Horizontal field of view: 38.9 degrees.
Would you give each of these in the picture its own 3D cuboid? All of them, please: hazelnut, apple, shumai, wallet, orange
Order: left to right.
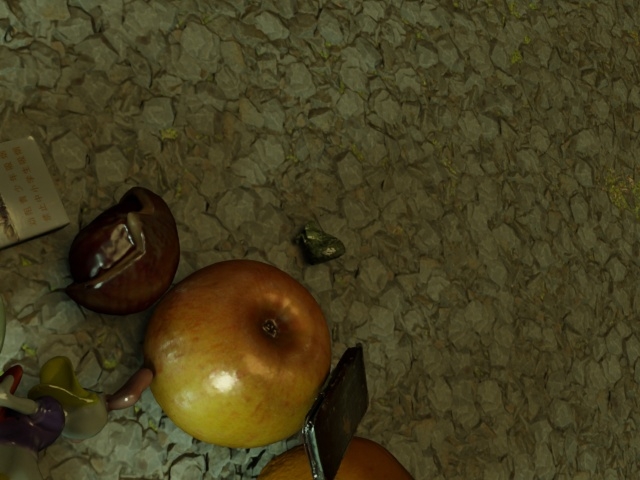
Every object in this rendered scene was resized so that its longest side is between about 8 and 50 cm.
[{"bbox_3d":[-0.300,0.015,1.382,0.160,0.170,0.201,35,46,-51],"label":"hazelnut"},{"bbox_3d":[-0.120,0.172,1.402,0.299,0.275,0.299,12,67,-28],"label":"apple"},{"bbox_3d":[0.000,0.000,1.657,0.083,0.082,0.080,-8,80,-58],"label":"shumai"},{"bbox_3d":[0.023,0.454,1.403,0.312,0.312,0.312,10,72,-33],"label":"orange"},{"bbox_3d":[0.024,0.254,1.335,0.232,0.031,0.121,-49,132,-61],"label":"wallet"}]

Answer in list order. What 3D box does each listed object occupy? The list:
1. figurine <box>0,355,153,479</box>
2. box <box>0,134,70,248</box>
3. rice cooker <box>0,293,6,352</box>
[{"bbox_3d":[-0.370,0.259,1.161,0.193,0.154,0.421,50,23,-7],"label":"figurine"},{"bbox_3d":[-0.503,-0.049,1.316,0.233,0.067,0.149,-24,90,-38],"label":"box"},{"bbox_3d":[-0.511,0.104,1.128,0.226,0.244,0.226,5,79,-28],"label":"rice cooker"}]
